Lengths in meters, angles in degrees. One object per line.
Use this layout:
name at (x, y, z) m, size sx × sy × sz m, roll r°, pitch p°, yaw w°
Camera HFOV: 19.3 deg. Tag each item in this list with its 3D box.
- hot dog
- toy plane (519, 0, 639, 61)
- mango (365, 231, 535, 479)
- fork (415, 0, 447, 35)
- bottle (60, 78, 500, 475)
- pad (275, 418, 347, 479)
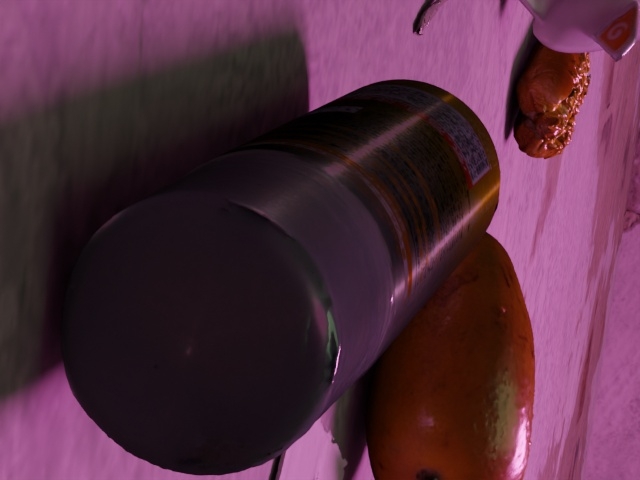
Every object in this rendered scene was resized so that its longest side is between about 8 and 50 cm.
hot dog at (0.176, -0.116, 1.413) m, size 0.165 × 0.045 × 0.071 m, roll -60°, pitch 158°, yaw -60°
toy plane at (0.230, -0.220, 1.242) m, size 0.117 × 0.245 × 0.244 m, roll 42°, pitch 51°, yaw -34°
mango at (0.072, 0.070, 0.992) m, size 0.115 × 0.089 × 0.165 m, roll 42°, pitch 56°, yaw -77°
fork at (0.066, -0.129, 0.996) m, size 0.115 × 0.012 × 0.016 m, roll -50°, pitch 144°, yaw -58°
bottle at (0.000, 0.000, 0.626) m, size 0.286 × 0.082 × 0.082 m, roll -37°, pitch 135°, yaw -73°
pad at (-0.023, 0.193, 0.849) m, size 0.156 × 0.004 × 0.232 m, roll 64°, pitch 37°, yaw -69°
